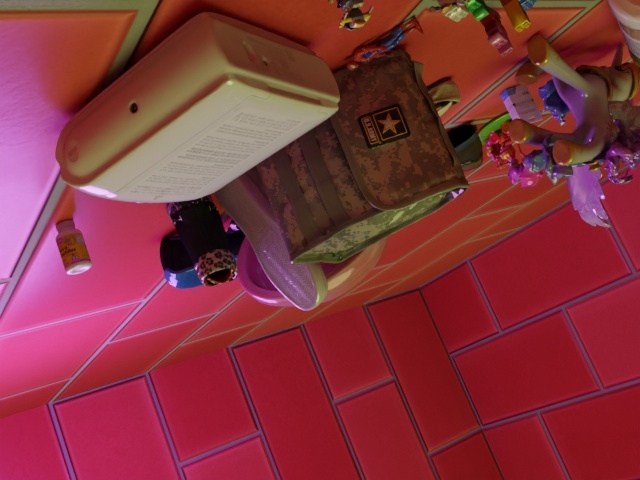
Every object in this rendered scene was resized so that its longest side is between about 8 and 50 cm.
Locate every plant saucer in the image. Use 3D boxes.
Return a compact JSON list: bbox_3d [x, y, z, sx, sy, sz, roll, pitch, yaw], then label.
[{"bbox_3d":[0.000,0.000,1.401,0.332,0.332,0.084,-27,126,17],"label":"plant saucer"}]

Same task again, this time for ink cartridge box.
[{"bbox_3d":[0.398,-0.263,1.483,0.048,0.083,0.028,-19,167,-15],"label":"ink cartridge box"}]

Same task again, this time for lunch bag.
[{"bbox_3d":[0.058,-0.123,1.128,0.287,0.235,0.169,-30,163,30],"label":"lunch bag"}]

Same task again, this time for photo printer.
[{"bbox_3d":[-0.161,-0.145,0.952,0.307,0.107,0.256,-29,166,30],"label":"photo printer"}]

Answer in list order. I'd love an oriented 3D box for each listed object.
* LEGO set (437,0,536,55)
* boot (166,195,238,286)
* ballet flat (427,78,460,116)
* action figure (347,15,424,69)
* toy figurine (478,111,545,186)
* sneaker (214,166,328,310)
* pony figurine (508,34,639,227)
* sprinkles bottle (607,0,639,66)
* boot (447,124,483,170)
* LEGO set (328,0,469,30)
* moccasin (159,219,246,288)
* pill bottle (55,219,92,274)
[{"bbox_3d":[0.240,-0.307,1.009,0.087,0.093,0.227,-30,165,30],"label":"LEGO set"},{"bbox_3d":[-0.205,0.001,1.316,0.085,0.178,0.236,-21,166,-9],"label":"boot"},{"bbox_3d":[0.167,-0.224,1.319,0.168,0.052,0.057,-28,167,23],"label":"ballet flat"},{"bbox_3d":[0.088,-0.271,1.050,0.115,0.030,0.038,-24,172,17],"label":"action figure"},{"bbox_3d":[0.435,-0.189,1.687,0.130,0.159,0.173,-15,166,-29],"label":"toy figurine"},{"bbox_3d":[-0.039,-0.025,1.277,0.169,0.292,0.108,-15,153,-44],"label":"sneaker"},{"bbox_3d":[0.515,-0.205,1.384,0.363,0.351,0.303,-7,173,-38],"label":"pony figurine"},{"bbox_3d":[0.548,-0.369,1.225,0.121,0.121,0.355,-28,167,24],"label":"sprinkles bottle"},{"bbox_3d":[0.245,-0.187,1.621,0.219,0.082,0.106,-18,145,-2],"label":"boot"},{"bbox_3d":[0.156,-0.286,0.718,0.331,0.192,0.255,-16,166,-28],"label":"LEGO set"},{"bbox_3d":[-0.165,0.001,1.559,0.342,0.117,0.137,-9,150,-33],"label":"moccasin"},{"bbox_3d":[-0.406,0.011,1.227,0.043,0.083,0.043,-22,167,-5],"label":"pill bottle"}]
